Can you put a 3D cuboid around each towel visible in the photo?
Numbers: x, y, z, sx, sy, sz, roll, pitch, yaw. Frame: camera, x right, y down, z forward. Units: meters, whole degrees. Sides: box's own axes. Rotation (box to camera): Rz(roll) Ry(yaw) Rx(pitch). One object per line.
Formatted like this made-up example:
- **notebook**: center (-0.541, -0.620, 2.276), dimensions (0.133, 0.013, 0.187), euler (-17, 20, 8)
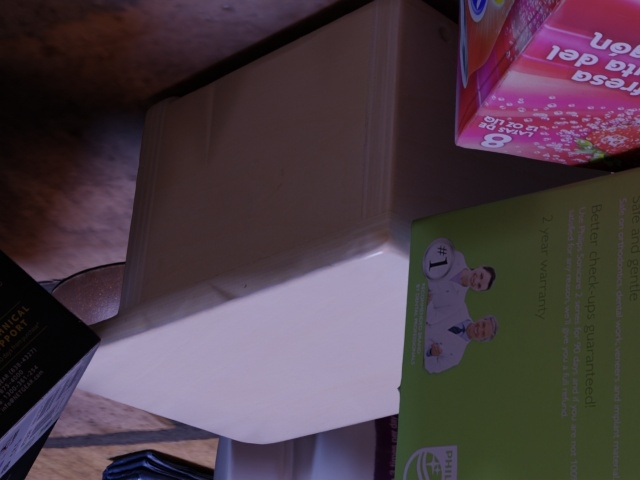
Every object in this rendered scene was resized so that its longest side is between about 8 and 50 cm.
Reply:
- **towel**: center (-0.138, 0.224, 1.311), dimensions (0.067, 0.029, 0.119), euler (-18, 148, 39)

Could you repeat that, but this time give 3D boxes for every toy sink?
- **toy sink**: center (0.000, 0.000, 0.679), dimensions (0.153, 0.131, 0.234), euler (25, 147, -38)

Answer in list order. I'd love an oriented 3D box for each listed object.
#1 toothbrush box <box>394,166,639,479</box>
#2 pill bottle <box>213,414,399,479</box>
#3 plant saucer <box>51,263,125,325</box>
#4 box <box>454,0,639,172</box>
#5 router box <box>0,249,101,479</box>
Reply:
- **toothbrush box**: center (0.194, 0.049, 0.469), dimensions (0.206, 0.122, 0.283), euler (19, 157, -39)
- **pill bottle**: center (0.074, 0.191, 1.043), dimensions (0.301, 0.169, 0.169), euler (7, 155, -8)
- **plant saucer**: center (-0.085, 0.069, 0.957), dimensions (0.198, 0.036, 0.198), euler (2, 155, 1)
- **box**: center (0.181, -0.089, 0.459), dimensions (0.257, 0.128, 0.122), euler (8, 158, -11)
- **router box**: center (-0.255, 0.053, 0.720), dimensions (0.243, 0.081, 0.309), euler (41, 146, 3)
